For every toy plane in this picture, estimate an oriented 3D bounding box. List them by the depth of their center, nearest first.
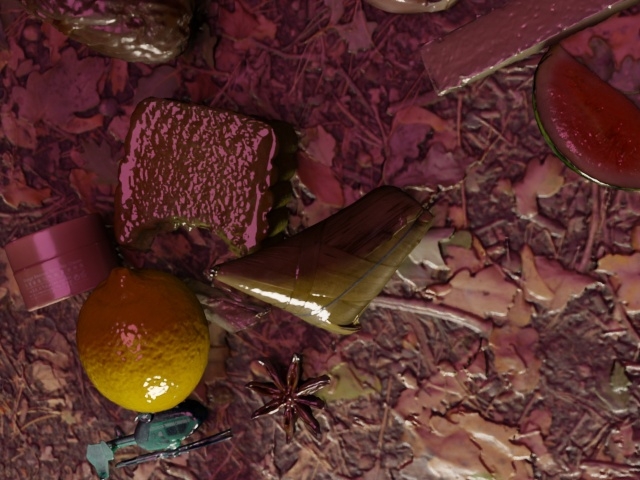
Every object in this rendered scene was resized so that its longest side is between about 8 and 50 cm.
[{"bbox_3d":[-0.251,0.288,1.892,0.235,0.060,0.096,-18,105,16],"label":"toy plane"}]

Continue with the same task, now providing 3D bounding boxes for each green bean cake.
[{"bbox_3d":[-0.157,-0.076,1.772,0.236,0.124,0.232,14,100,16],"label":"green bean cake"}]

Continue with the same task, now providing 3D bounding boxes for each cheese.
[{"bbox_3d":[0.314,-0.302,1.620,0.400,0.034,0.085,-24,70,21],"label":"cheese"}]

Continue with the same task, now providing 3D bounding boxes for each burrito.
[{"bbox_3d":[-0.145,0.096,1.833,0.149,0.041,0.055,21,102,19],"label":"burrito"}]

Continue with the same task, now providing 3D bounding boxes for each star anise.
[{"bbox_3d":[-0.045,0.220,1.817,0.141,0.042,0.141,4,102,17],"label":"star anise"}]

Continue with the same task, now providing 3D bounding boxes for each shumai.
[{"bbox_3d":[-0.278,-0.418,1.717,0.346,0.217,0.283,42,109,12],"label":"shumai"}]

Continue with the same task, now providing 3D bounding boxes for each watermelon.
[{"bbox_3d":[0.353,-0.144,1.630,0.119,0.063,0.245,-42,82,5],"label":"watermelon"}]

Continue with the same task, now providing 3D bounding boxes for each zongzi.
[{"bbox_3d":[0.000,0.000,1.679,0.228,0.256,0.115,-54,37,15],"label":"zongzi"}]

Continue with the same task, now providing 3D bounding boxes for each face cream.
[{"bbox_3d":[-0.374,0.031,1.845,0.149,0.149,0.104,-19,92,20],"label":"face cream"}]

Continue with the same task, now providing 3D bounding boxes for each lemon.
[{"bbox_3d":[-0.248,0.141,1.775,0.187,0.187,0.244,2,124,18],"label":"lemon"}]

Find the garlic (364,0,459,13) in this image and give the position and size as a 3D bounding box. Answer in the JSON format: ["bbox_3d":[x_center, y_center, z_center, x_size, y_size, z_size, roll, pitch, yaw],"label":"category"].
[{"bbox_3d":[0.081,-0.413,1.666,0.128,0.148,0.266,-16,98,56],"label":"garlic"}]
